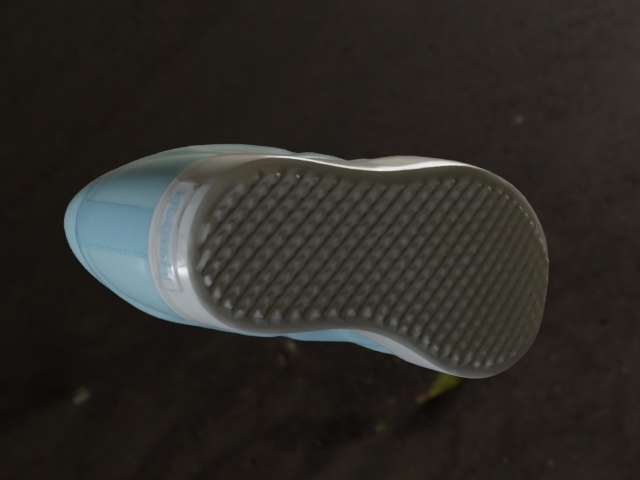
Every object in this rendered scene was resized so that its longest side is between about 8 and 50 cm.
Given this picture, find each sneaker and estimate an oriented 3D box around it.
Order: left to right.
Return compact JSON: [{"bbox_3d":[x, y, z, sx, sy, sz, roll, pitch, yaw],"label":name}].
[{"bbox_3d":[0.000,0.000,1.144,0.150,0.366,0.135,13,88,41],"label":"sneaker"}]
